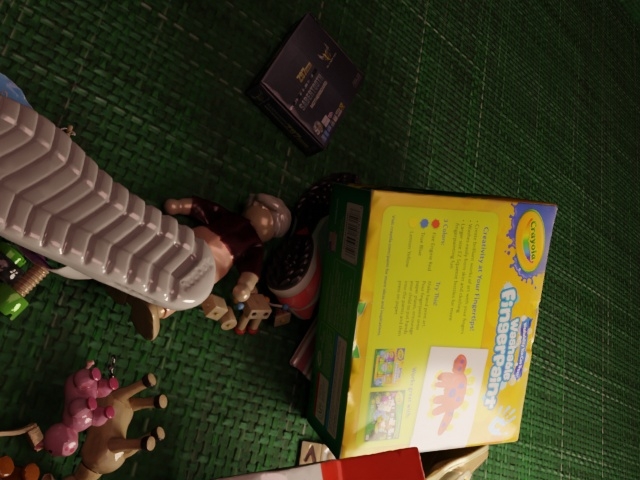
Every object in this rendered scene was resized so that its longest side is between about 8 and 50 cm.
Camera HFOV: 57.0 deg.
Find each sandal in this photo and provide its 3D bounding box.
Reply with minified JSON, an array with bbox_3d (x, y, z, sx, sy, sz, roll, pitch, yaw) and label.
[{"bbox_3d":[-0.330,-0.025,0.765,0.416,0.102,0.169,39,44,-20],"label":"sandal"}]

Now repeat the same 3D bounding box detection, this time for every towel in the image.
[{"bbox_3d":[0.035,0.235,1.131,0.197,0.029,0.144,47,56,-21],"label":"towel"}]

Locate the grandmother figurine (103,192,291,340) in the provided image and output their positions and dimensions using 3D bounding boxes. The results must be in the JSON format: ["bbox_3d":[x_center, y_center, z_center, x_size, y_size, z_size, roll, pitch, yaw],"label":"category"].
[{"bbox_3d":[-0.176,0.010,0.954,0.342,0.104,0.208,-32,87,-43],"label":"grandmother figurine"}]

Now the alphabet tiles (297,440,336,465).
[{"bbox_3d":[0.064,0.444,1.076,0.237,0.009,0.198,17,69,-21],"label":"alphabet tiles"}]

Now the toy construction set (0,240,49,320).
[{"bbox_3d":[-0.497,0.010,0.575,0.237,0.257,0.309,-53,124,-25],"label":"toy construction set"}]

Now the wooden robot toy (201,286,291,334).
[{"bbox_3d":[-0.131,0.108,1.006,0.173,0.076,0.079,8,40,-39],"label":"wooden robot toy"}]

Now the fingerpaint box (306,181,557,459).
[{"bbox_3d":[0.191,0.133,1.049,0.371,0.163,0.444,2,100,-23],"label":"fingerpaint box"}]

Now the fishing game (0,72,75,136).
[{"bbox_3d":[-0.445,-0.146,0.755,0.264,0.041,0.189,40,54,-46],"label":"fishing game"}]

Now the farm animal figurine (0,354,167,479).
[{"bbox_3d":[-0.301,0.324,0.682,0.330,0.172,0.326,-1,71,-75],"label":"farm animal figurine"}]

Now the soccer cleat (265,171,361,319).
[{"bbox_3d":[0.000,0.000,1.118,0.318,0.109,0.116,-63,143,-35],"label":"soccer cleat"}]

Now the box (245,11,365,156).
[{"bbox_3d":[-0.023,-0.313,1.183,0.183,0.059,0.232,43,55,-24],"label":"box"}]

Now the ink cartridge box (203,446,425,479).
[{"bbox_3d":[-0.013,0.476,0.824,0.385,0.091,0.308,-9,71,-3],"label":"ink cartridge box"}]

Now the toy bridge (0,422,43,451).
[{"bbox_3d":[-0.436,0.274,0.712,0.188,0.026,0.063,-27,98,-41],"label":"toy bridge"}]

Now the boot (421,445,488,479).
[{"bbox_3d":[0.269,0.544,1.210,0.262,0.095,0.203,-19,91,-35],"label":"boot"}]
